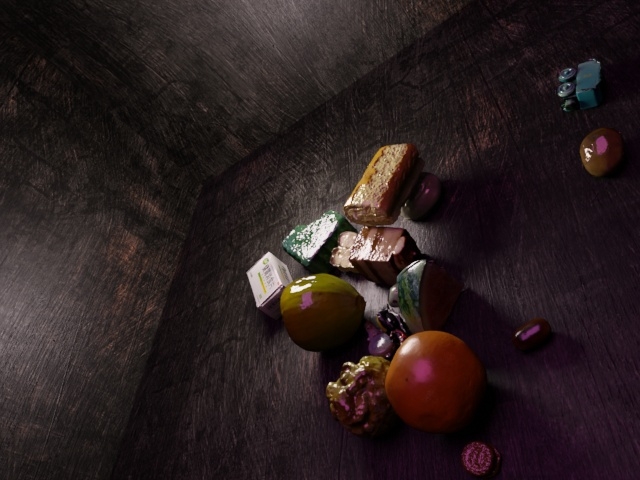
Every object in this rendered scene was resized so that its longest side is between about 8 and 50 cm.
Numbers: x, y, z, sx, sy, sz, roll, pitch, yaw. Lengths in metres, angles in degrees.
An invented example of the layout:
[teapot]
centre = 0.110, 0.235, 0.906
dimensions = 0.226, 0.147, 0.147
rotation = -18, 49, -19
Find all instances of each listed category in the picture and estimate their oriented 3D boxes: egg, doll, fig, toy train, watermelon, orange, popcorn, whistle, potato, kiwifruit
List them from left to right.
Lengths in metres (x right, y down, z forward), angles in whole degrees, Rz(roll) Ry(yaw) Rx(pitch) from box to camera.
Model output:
[fig]
centre = 0.014, 0.288, 2.006
dimensions = 0.343, 0.343, 0.343
rotation = -29, 38, 27
[popcorn]
centre = 0.161, 0.523, 1.669
dimensions = 0.282, 0.247, 0.282
rotation = -34, 25, 19
[whistle]
centre = 0.223, 0.386, 1.894
dimensions = 0.107, 0.057, 0.220
rotation = -33, 30, -2
[doll]
centre = 0.279, 0.333, 1.819
dimensions = 0.088, 0.127, 0.249
rotation = -34, 44, 4
[egg]
centre = 0.308, 0.216, 1.936
dimensions = 0.110, 0.085, 0.085
rotation = -49, 33, 18
[watermelon]
centre = 0.389, 0.209, 1.766
dimensions = 0.193, 0.310, 0.232
rotation = -17, 7, 38
[orange]
centre = 0.350, 0.429, 1.490
dimensions = 0.312, 0.312, 0.312
rotation = -29, 38, 27
[kiwifruit]
centre = 0.645, 0.287, 1.498
dimensions = 0.124, 0.075, 0.075
rotation = -44, 34, 15
[toy train]
centre = 1.020, -0.603, 1.918
dimensions = 0.163, 0.112, 0.203
rotation = -6, 53, 38
[potato]
centre = 0.963, -0.307, 1.676
dimensions = 0.137, 0.137, 0.176
rotation = -15, 49, 40

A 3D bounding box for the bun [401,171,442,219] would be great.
[bun]
centre = 0.421, -0.211, 2.176
dimensions = 0.239, 0.141, 0.239
rotation = -32, 37, 28

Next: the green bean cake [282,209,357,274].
[green bean cake]
centre = 0.000, 0.000, 2.426
dimensions = 0.308, 0.169, 0.300
rotation = -51, 36, -4

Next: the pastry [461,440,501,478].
[pastry]
centre = 0.456, 0.623, 1.396
dimensions = 0.109, 0.057, 0.097
rotation = -32, 39, 26

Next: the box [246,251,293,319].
[box]
centre = -0.244, 0.229, 2.493
dimensions = 0.173, 0.145, 0.333
rotation = -45, 33, 9

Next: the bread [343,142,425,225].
[bread]
centre = 0.266, -0.230, 2.079
dimensions = 0.236, 0.165, 0.375
rotation = 1, 51, 43

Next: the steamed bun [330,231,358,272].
[steamed bun]
centre = 0.154, 0.061, 2.240
dimensions = 0.192, 0.106, 0.177
rotation = 10, 76, 29

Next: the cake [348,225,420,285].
[cake]
centre = 0.291, 0.062, 2.019
dimensions = 0.293, 0.199, 0.196
rotation = 3, 54, 45
